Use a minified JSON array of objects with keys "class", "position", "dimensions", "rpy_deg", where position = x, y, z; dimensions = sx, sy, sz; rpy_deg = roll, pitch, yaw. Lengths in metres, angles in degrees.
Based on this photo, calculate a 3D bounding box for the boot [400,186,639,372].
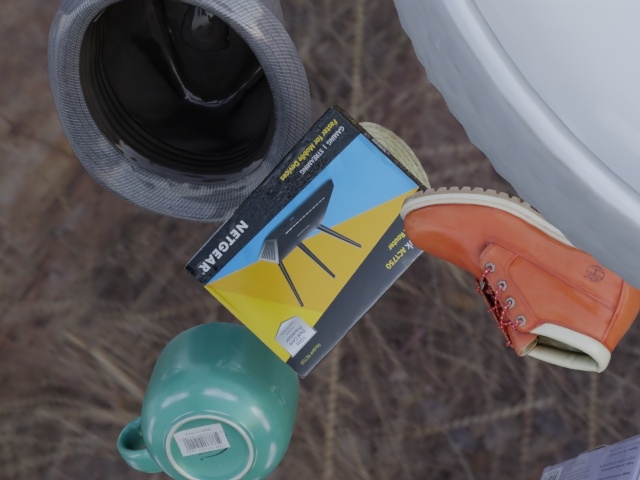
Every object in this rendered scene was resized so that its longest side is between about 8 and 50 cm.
[{"class":"boot","position":[0.113,0.023,1.067],"dimensions":[0.158,0.059,0.084],"rpy_deg":[20,67,14]}]

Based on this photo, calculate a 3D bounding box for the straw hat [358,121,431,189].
[{"class":"straw hat","position":[0.042,-0.039,1.758],"dimensions":[0.061,0.144,0.144],"rpy_deg":[-30,41,-34]}]

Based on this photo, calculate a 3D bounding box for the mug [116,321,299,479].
[{"class":"mug","position":[-0.092,0.159,1.520],"dimensions":[0.097,0.129,0.157],"rpy_deg":[-79,16,-59]}]

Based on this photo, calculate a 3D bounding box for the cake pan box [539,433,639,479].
[{"class":"cake pan box","position":[0.210,0.296,1.482],"dimensions":[0.070,0.267,0.245],"rpy_deg":[26,71,-6]}]

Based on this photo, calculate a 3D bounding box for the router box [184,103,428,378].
[{"class":"router box","position":[0.000,0.000,1.431],"dimensions":[0.133,0.046,0.179],"rpy_deg":[42,101,0]}]

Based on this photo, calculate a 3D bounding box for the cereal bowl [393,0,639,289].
[{"class":"cereal bowl","position":[0.168,-0.120,0.532],"dimensions":[0.339,0.141,0.339],"rpy_deg":[1,77,-6]}]

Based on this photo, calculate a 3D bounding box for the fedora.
[{"class":"fedora","position":[-0.114,-0.159,1.605],"dimensions":[0.244,0.275,0.124],"rpy_deg":[9,44,14]}]
